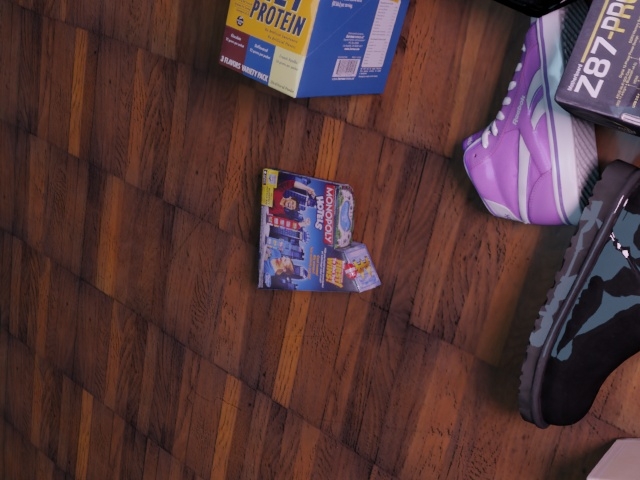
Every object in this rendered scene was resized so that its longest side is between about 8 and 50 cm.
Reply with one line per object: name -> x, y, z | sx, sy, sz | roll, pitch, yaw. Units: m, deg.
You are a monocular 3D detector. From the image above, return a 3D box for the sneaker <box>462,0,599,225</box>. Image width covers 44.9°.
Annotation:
sneaker -> 0.232, -0.156, 0.905 | 0.161, 0.102, 0.282 | 5, 104, 41

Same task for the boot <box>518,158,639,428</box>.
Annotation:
boot -> 0.377, 0.105, 0.829 | 0.260, 0.131, 0.347 | 28, 116, 30

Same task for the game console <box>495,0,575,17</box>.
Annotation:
game console -> 0.185, -0.394, 0.875 | 0.361, 0.044, 0.213 | 37, 95, 35

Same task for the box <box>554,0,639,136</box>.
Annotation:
box -> 0.428, -0.254, 0.666 | 0.318, 0.097, 0.394 | 24, 99, 30

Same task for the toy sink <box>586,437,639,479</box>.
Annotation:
toy sink -> 0.431, 0.312, 0.834 | 0.234, 0.131, 0.152 | -8, 96, 39

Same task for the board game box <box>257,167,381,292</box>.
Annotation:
board game box -> 0.000, 0.000, 1.150 | 0.194, 0.060, 0.194 | 16, 110, 34

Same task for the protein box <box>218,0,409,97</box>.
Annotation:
protein box -> 0.003, -0.301, 0.984 | 0.136, 0.200, 0.201 | 29, 117, 30
